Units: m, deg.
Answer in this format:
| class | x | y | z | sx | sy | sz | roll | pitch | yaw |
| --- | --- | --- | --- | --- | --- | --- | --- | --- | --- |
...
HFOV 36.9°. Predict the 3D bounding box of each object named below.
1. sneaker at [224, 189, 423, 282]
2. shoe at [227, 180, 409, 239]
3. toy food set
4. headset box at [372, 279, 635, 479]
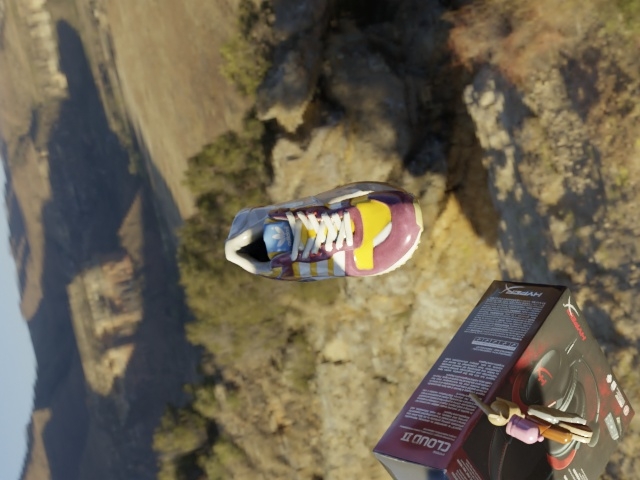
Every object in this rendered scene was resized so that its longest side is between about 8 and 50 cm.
| class | x | y | z | sx | sy | sz | roll | pitch | yaw |
| --- | --- | --- | --- | --- | --- | --- | --- | --- | --- |
| sneaker | 0.000 | 0.000 | 0.805 | 0.185 | 0.084 | 0.070 | -20 | 71 | 43 |
| shoe | -0.003 | -0.014 | 1.044 | 0.058 | 0.219 | 0.077 | -51 | -52 | -61 |
| toy food set | 0.199 | 0.171 | 0.886 | 0.078 | 0.122 | 0.019 | -135 | 59 | -75 |
| headset box | 0.204 | 0.222 | 1.058 | 0.110 | 0.293 | 0.218 | 2 | 133 | 50 |
